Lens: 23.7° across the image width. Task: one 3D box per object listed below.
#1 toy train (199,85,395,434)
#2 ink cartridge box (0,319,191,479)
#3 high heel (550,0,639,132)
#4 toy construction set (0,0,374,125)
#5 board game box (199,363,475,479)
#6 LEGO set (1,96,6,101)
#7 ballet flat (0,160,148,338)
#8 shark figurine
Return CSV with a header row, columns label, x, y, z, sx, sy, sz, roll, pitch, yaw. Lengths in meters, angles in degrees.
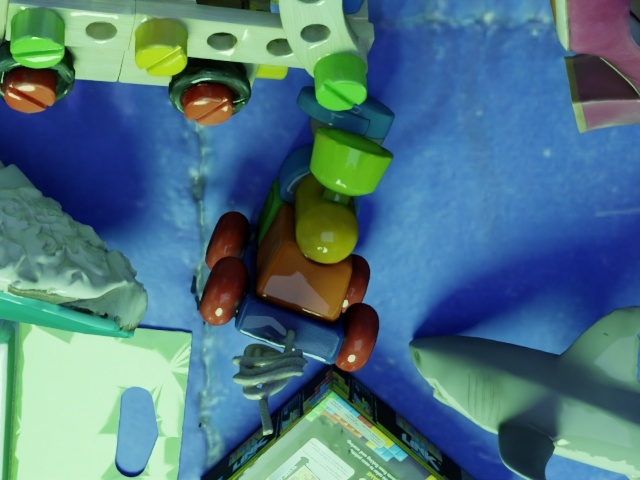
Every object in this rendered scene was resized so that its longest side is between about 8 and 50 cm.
label,x,y,z,sx,sy,sz,roll,pitch,yaw
toy train,0.000,0.000,0.884,0.105,0.248,0.143,19,107,-8
ink cartridge box,-0.214,0.133,1.043,0.235,0.056,0.171,7,112,-1
high heel,0.191,-0.130,0.861,0.117,0.082,0.244,-10,150,11
toy construction set,-0.087,-0.165,0.823,0.328,0.151,0.215,16,148,-6
board game box,0.021,0.187,1.070,0.170,0.048,0.141,42,109,-17
LEGO set,-0.157,-0.201,0.899,0.182,0.060,0.244,36,107,-12
ballet flat,-0.301,-0.036,0.935,0.409,0.147,0.147,10,113,-5
shark figurine,0.206,0.098,0.976,0.278,0.166,0.116,14,102,-8
